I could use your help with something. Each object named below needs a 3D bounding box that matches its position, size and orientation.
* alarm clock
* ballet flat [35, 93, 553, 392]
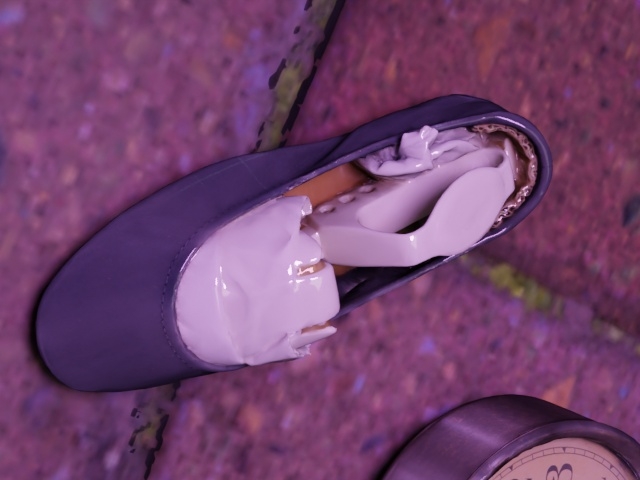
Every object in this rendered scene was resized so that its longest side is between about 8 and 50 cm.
[{"bbox_3d":[0.058,0.124,0.741,0.192,0.064,0.129,6,99,-39],"label":"alarm clock"},{"bbox_3d":[0.000,0.000,0.664,0.203,0.074,0.074,-24,115,-28],"label":"ballet flat"}]
